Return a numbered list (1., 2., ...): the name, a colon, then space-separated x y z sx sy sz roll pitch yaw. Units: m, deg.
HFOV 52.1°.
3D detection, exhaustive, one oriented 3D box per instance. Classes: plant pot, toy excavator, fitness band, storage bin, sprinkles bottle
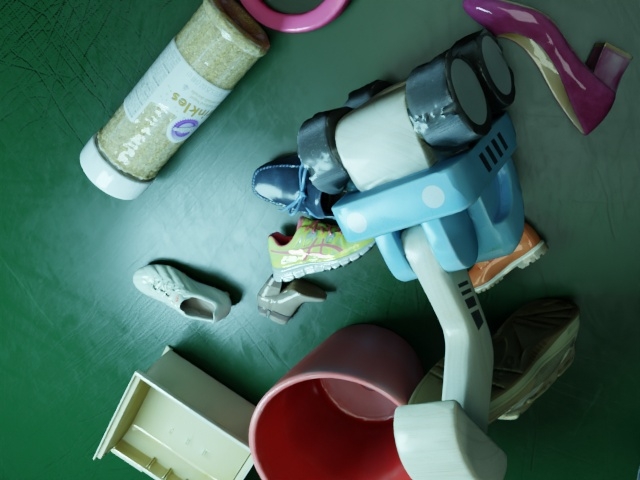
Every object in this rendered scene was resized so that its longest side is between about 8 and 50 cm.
1. plant pot: 0.056 0.272 1.049 0.274 0.243 0.275 5 109 15
2. toy excavator: 0.158 0.012 0.823 0.222 0.433 0.446 -19 105 36
3. fitness band: -0.045 -0.449 0.935 0.208 0.054 0.291 1 110 16
4. storage bin: -0.260 0.384 1.248 0.262 0.123 0.261 32 114 3
5. sprinkles bottle: -0.235 -0.219 1.034 0.121 0.121 0.355 47 114 -3

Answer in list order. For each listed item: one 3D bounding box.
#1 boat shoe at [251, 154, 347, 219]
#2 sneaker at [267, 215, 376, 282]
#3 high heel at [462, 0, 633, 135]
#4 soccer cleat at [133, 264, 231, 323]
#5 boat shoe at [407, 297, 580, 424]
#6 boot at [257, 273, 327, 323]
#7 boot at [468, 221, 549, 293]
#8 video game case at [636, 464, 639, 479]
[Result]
1. boat shoe: 0.009 -0.085 1.024 0.258 0.089 0.109 3 109 16
2. sneaker: 0.000 0.000 1.063 0.208 0.081 0.094 -18 98 20
3. high heel: 0.290 -0.241 0.893 0.243 0.082 0.117 23 104 -6
4. soccer cleat: -0.254 0.094 1.171 0.196 0.076 0.068 18 112 10
5. boat shoe: 0.264 0.203 0.933 0.121 0.341 0.110 16 126 52
6. boot: -0.053 0.109 1.140 0.118 0.042 0.087 21 119 10
7. boot: 0.259 0.023 1.009 0.157 0.059 0.085 -37 92 16
8. video game case: 0.625 0.417 0.930 0.274 0.035 0.248 -1 138 43
